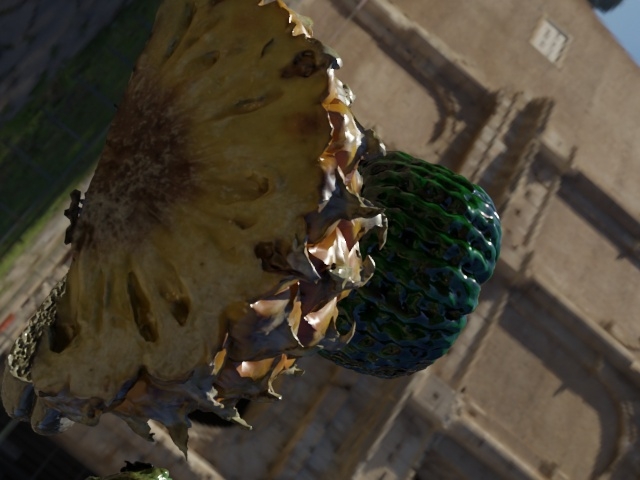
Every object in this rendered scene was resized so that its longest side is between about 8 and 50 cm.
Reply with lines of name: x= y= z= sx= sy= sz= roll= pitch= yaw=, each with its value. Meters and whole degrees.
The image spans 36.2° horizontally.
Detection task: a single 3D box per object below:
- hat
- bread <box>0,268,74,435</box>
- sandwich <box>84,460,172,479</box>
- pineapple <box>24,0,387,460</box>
hat: x=0.000 y=0.000 z=1.037 sx=0.242 sy=0.332 sz=0.274 roll=-66 pitch=-176 yaw=-29
bread: x=-0.298 y=0.117 z=1.260 sx=0.337 sy=0.102 sz=0.183 roll=-67 pitch=178 yaw=-46
sandwich: x=-0.242 y=0.442 z=1.191 sx=0.251 sy=0.301 sz=0.162 roll=-23 pitch=-154 yaw=12
pineapple: x=-0.023 y=0.001 z=0.732 sx=0.286 sy=0.209 sz=0.344 roll=47 pitch=57 yaw=-67
